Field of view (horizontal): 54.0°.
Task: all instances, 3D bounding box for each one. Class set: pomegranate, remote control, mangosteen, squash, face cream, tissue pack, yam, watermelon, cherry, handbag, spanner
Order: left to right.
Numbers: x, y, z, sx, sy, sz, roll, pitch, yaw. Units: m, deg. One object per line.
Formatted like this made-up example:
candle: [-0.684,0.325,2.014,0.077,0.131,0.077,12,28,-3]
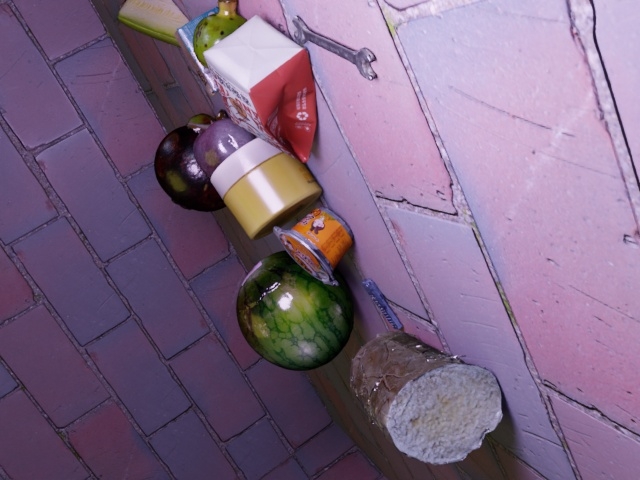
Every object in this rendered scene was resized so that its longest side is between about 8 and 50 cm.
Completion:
squash: [-0.412,-0.632,1.804,0.288,0.203,0.111,18,156,7]
mangosteen: [-0.375,-0.266,2.071,0.306,0.360,0.306,34,-167,-9]
tissue pack: [-0.250,-0.444,1.478,0.169,0.120,0.082,58,169,-11]
pomegranate: [-0.208,-0.429,1.353,0.143,0.122,0.169,22,142,17]
cherry: [-0.269,-0.258,1.824,0.266,0.183,0.213,45,179,-19]
face cream: [-0.132,-0.132,1.550,0.179,0.218,0.218,55,166,5]
handbag: [-0.103,-0.280,1.284,0.171,0.151,0.298,43,164,29]
watermelon: [-0.068,0.204,1.840,0.363,0.363,0.363,52,165,20]
spanner: [0.017,-0.324,1.049,0.254,0.015,0.054,43,160,45]
remote control: [0.158,0.163,1.611,0.153,0.027,0.043,56,160,-1]
yam: [0.210,0.328,1.387,0.241,0.241,0.348,61,168,-13]

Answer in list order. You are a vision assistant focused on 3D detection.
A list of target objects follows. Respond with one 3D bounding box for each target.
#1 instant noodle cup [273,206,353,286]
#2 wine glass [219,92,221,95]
instant noodle cup: [0.000,0.000,1.547,0.208,0.125,0.177,46,165,-11]
wine glass: [-0.282,-0.463,1.663,0.198,0.066,0.066,60,166,-11]
